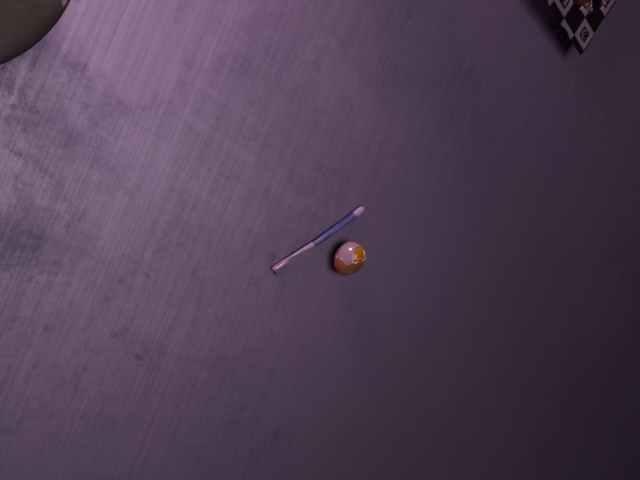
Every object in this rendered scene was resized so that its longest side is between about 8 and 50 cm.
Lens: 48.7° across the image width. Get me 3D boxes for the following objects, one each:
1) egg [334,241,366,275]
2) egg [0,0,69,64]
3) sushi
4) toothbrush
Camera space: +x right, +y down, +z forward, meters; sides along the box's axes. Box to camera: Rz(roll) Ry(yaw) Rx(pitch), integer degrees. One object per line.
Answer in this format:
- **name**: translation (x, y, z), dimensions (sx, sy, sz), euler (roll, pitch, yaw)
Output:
- **egg**: translation (0.068, 0.045, 1.687), dimensions (0.071, 0.071, 0.083), euler (40, 80, -30)
- **egg**: translation (-0.536, -0.438, 1.115), dimensions (0.278, 0.278, 0.336), euler (44, 74, -29)
- **sushi**: translation (0.686, -0.742, 1.896), dimensions (0.343, 0.064, 0.359), euler (41, 77, -34)
- **toothbrush**: translation (0.000, 0.000, 1.669), dimensions (0.275, 0.019, 0.025), euler (-35, 121, -20)
